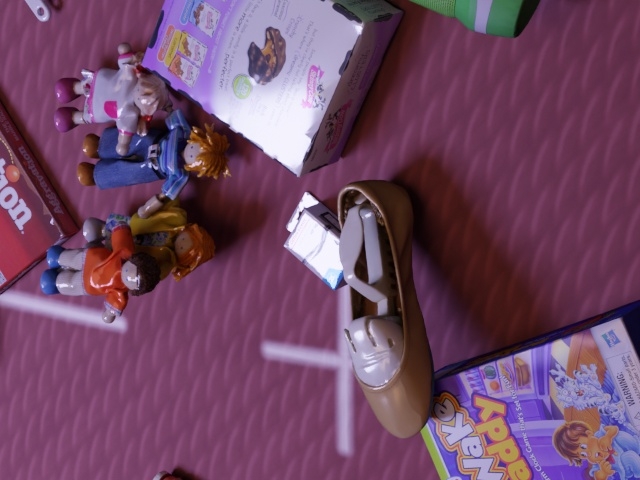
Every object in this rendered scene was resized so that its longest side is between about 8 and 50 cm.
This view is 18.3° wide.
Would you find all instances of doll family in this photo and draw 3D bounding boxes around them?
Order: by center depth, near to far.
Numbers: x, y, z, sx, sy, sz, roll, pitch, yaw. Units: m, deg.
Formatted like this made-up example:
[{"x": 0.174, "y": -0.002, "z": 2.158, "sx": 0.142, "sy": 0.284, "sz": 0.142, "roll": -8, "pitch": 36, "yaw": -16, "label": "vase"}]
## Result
[{"x": -0.162, "y": -0.051, "z": 1.886, "sx": 0.163, "sy": 0.118, "sz": 0.263, "roll": 0, "pitch": 86, "yaw": 40, "label": "doll family"}]

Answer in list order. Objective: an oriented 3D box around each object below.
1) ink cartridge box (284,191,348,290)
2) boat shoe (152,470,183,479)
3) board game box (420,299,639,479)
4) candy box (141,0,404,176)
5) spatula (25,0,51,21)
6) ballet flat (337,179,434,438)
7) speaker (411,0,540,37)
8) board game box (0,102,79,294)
[{"x": 0.000, "y": 0.000, "z": 1.825, "sx": 0.083, "sy": 0.028, "sz": 0.048, "roll": 41, "pitch": 123, "yaw": 18, "label": "ink cartridge box"}, {"x": -0.161, "y": 0.300, "z": 2.017, "sx": 0.043, "sy": 0.049, "sz": 0.137, "roll": 25, "pitch": 112, "yaw": 23, "label": "boat shoe"}, {"x": 0.245, "y": 0.246, "z": 1.705, "sx": 0.233, "sy": 0.078, "sz": 0.347, "roll": -23, "pitch": 91, "yaw": 37, "label": "board game box"}, {"x": -0.045, "y": -0.180, "z": 1.775, "sx": 0.196, "sy": 0.070, "sz": 0.165, "roll": 37, "pitch": 121, "yaw": 20, "label": "candy box"}, {"x": -0.297, "y": -0.343, "z": 1.930, "sx": 0.168, "sy": 0.019, "sz": 0.242, "roll": -41, "pitch": 81, "yaw": 30, "label": "spatula"}, {"x": 0.046, "y": 0.057, "z": 1.731, "sx": 0.080, "sy": 0.073, "sz": 0.232, "roll": -21, "pitch": 66, "yaw": 37, "label": "ballet flat"}, {"x": 0.046, "y": -0.271, "z": 1.619, "sx": 0.296, "sy": 0.131, "sz": 0.131, "roll": 24, "pitch": 118, "yaw": 10, "label": "speaker"}, {"x": -0.369, "y": -0.092, "z": 2.048, "sx": 0.145, "sy": 0.027, "sz": 0.281, "roll": -36, "pitch": 83, "yaw": 35, "label": "board game box"}]
